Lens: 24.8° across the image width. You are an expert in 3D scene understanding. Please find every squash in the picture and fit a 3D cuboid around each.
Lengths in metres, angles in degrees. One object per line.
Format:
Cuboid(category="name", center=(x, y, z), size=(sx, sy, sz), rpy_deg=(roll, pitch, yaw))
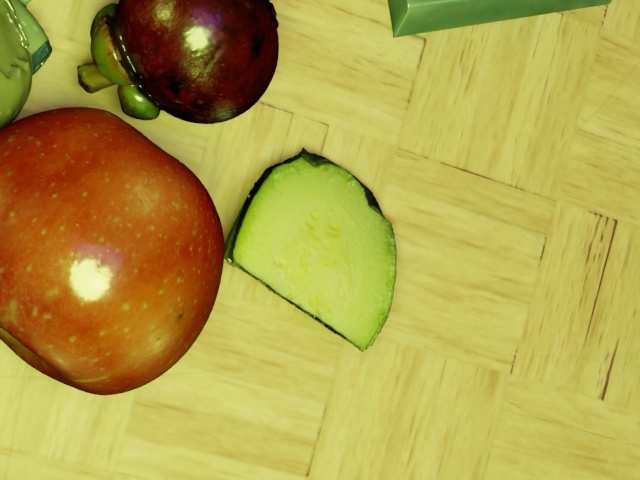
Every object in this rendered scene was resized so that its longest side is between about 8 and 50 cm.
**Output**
Cuboid(category="squash", center=(-0.015, 0.011, 1.483), size=(0.192, 0.085, 0.184), rpy_deg=(37, 51, -20))

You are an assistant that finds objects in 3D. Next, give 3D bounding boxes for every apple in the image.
Cuboid(category="apple", center=(-0.210, 0.012, 1.304), size=(0.260, 0.260, 0.216), rpy_deg=(44, 72, -16))

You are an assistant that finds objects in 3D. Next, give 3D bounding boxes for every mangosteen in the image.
Cuboid(category="mangosteen", center=(-0.136, -0.185, 1.374), size=(0.200, 0.200, 0.200), rpy_deg=(-1, 92, -20))

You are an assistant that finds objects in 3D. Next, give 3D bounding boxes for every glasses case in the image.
Cuboid(category="glasses case", center=(0.199, -0.288, 1.552), size=(0.266, 0.056, 0.105), rpy_deg=(-12, 96, -20))

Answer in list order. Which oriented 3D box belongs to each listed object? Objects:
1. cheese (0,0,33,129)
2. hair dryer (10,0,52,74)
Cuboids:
Cuboid(category="cheese", center=(-0.366, -0.151, 1.304), size=(0.202, 0.091, 0.175), rpy_deg=(-18, 113, 9))
Cuboid(category="hair dryer", center=(-0.300, -0.271, 1.379), size=(0.167, 0.067, 0.199), rpy_deg=(29, 71, -13))
